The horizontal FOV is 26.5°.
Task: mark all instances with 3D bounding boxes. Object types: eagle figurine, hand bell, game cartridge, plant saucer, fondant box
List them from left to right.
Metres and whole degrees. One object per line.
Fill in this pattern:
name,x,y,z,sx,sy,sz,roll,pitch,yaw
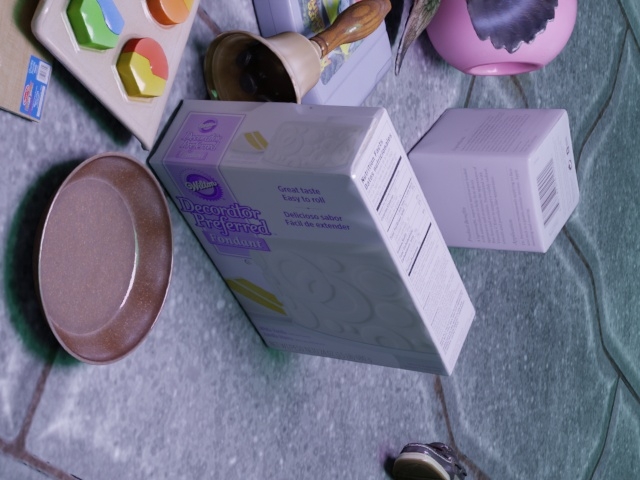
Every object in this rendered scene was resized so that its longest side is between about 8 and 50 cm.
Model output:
plant saucer,-0.208,0.016,1.266,0.199,0.036,0.198,-15,108,-58
hand bell,-0.001,-0.211,1.468,0.242,0.126,0.126,-38,127,-41
game cartridge,-0.001,-0.274,1.574,0.196,0.060,0.294,-51,136,-40
fondant box,0.000,0.000,1.425,0.096,0.238,0.330,-63,144,-32
eagle figurine,0.158,-0.372,1.687,0.226,0.225,0.298,-113,-176,-80

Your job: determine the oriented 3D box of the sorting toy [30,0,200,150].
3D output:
sorting toy,-0.178,-0.216,1.267,0.208,0.038,0.193,52,44,-50

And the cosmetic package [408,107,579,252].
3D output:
cosmetic package,0.243,-0.087,1.894,0.151,0.184,0.151,-48,134,-46

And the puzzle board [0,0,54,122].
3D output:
puzzle board,-0.262,-0.175,1.169,0.096,0.011,0.128,23,75,-60

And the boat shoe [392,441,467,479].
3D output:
boat shoe,0.158,0.320,1.919,0.223,0.080,0.073,54,43,-56

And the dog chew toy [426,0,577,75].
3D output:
dog chew toy,0.238,-0.395,1.843,0.207,0.207,0.331,4,82,-60
